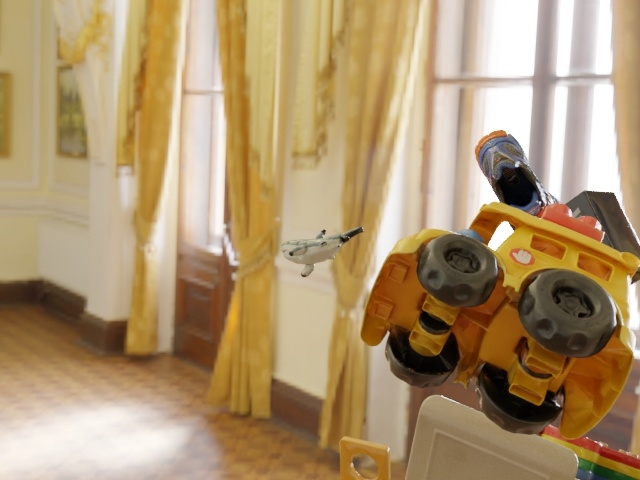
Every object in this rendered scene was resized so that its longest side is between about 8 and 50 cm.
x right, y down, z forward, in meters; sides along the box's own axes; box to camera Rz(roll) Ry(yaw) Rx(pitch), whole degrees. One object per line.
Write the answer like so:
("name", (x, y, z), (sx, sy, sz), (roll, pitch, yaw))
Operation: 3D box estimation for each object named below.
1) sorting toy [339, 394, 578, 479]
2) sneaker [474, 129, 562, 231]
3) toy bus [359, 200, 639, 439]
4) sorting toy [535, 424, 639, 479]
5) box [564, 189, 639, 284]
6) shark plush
("sorting toy", (0.184, 0.284, 1.108), (0.348, 0.196, 0.047), (20, 24, 23))
("sneaker", (0.290, -0.051, 1.392), (0.083, 0.221, 0.087), (-34, 24, 18))
("toy bus", (0.172, 0.037, 0.883), (0.220, 0.149, 0.211), (23, 47, 7))
("sorting toy", (0.391, 0.347, 1.552), (0.257, 0.089, 0.255), (24, -8, -30))
("box", (0.442, 0.022, 1.639), (0.093, 0.156, 0.158), (0, -29, -41))
("shark plush", (0.000, 0.000, 1.868), (0.161, 0.073, 0.067), (-30, 39, 17))
